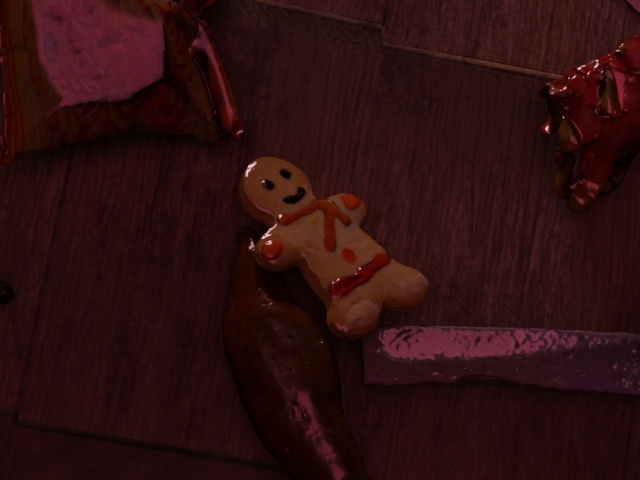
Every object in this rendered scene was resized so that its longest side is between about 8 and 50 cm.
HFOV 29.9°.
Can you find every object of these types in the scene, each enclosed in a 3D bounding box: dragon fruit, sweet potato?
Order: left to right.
[{"bbox_3d":[-0.032,0.147,1.239,0.112,0.112,0.359,-17,71,-7],"label":"sweet potato"},{"bbox_3d":[0.306,-0.131,1.314,0.150,0.133,0.208,18,95,25],"label":"dragon fruit"}]

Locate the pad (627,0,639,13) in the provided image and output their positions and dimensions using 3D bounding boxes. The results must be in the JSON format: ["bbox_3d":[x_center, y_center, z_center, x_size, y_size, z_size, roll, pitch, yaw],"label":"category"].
[{"bbox_3d":[0.366,-0.380,1.401,0.265,0.009,0.159,45,96,6],"label":"pad"}]

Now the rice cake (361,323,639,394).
[{"bbox_3d":[0.239,0.128,1.286,0.399,0.064,0.070,3,88,-4],"label":"rice cake"}]

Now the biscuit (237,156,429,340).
[{"bbox_3d":[0.000,0.000,1.275,0.153,0.030,0.234,-26,68,-39],"label":"biscuit"}]

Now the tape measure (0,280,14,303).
[{"bbox_3d":[-0.381,-0.024,1.283,0.107,0.104,0.180,-48,121,-33],"label":"tape measure"}]

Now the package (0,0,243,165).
[{"bbox_3d":[-0.227,-0.193,1.283,0.288,0.108,0.223,-3,86,-13],"label":"package"}]
